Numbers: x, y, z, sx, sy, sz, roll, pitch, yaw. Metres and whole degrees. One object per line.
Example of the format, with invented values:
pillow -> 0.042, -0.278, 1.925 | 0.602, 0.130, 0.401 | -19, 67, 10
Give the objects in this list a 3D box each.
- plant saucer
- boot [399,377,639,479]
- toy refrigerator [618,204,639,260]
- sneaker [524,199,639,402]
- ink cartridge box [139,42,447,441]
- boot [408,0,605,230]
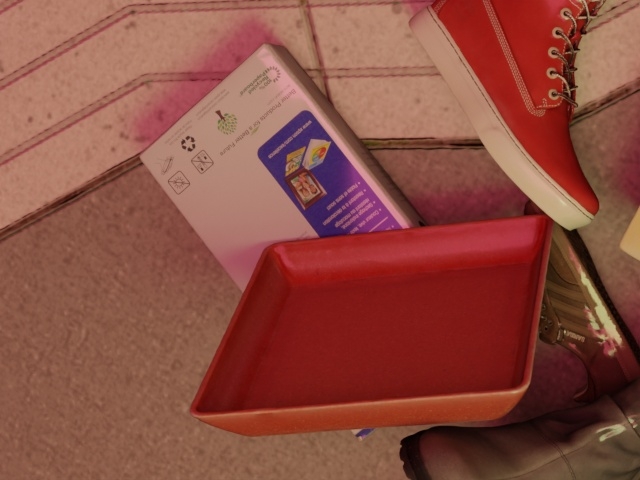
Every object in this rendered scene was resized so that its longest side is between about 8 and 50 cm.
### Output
plant saucer -> 0.053, 0.072, 1.214 | 0.259, 0.259, 0.047 | -6, 119, 17
boot -> 0.210, 0.153, 1.186 | 0.223, 0.338, 0.118 | -31, 75, 19
toy refrigerator -> 0.337, -0.101, 1.206 | 0.094, 0.102, 0.269 | 30, 118, 12
sneaker -> 0.210, 0.053, 1.310 | 0.071, 0.066, 0.188 | -29, 85, 17
ink cartridge box -> 0.000, 0.000, 1.369 | 0.165, 0.065, 0.332 | -39, 82, 15
boot -> 0.203, -0.144, 1.267 | 0.176, 0.088, 0.244 | -35, 66, 13
